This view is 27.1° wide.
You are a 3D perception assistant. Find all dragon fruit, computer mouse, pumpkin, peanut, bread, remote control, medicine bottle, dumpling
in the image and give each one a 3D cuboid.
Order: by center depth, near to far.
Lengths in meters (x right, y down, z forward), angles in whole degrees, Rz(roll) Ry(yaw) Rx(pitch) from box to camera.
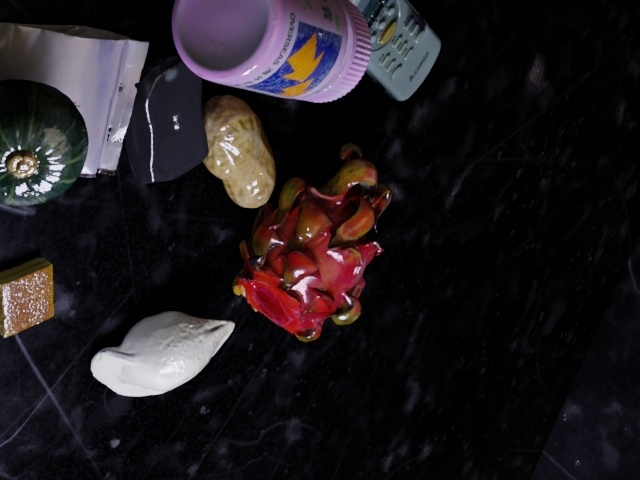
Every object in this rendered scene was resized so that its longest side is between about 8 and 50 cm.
[{"bbox_3d":[-0.375,-0.122,1.657,0.167,0.125,0.167,-15,131,-17],"label":"pumpkin"},{"bbox_3d":[-0.422,0.081,1.885,0.090,0.035,0.094,-25,133,-39],"label":"bread"},{"bbox_3d":[-0.063,-0.295,1.895,0.291,0.178,0.178,4,113,-61],"label":"medicine bottle"},{"bbox_3d":[-0.225,-0.179,1.899,0.122,0.073,0.217,-26,136,-28],"label":"computer mouse"},{"bbox_3d":[-0.129,-0.132,2.036,0.108,0.095,0.226,-59,150,-23],"label":"peanut"},{"bbox_3d":[-0.244,0.187,2.121,0.216,0.126,0.166,-40,157,-30],"label":"dumpling"},{"bbox_3d":[-0.003,0.013,2.175,0.307,0.227,0.243,-46,-158,41],"label":"dragon fruit"},{"bbox_3d":[0.105,-0.340,2.205,0.140,0.056,0.296,-55,145,-2],"label":"remote control"}]

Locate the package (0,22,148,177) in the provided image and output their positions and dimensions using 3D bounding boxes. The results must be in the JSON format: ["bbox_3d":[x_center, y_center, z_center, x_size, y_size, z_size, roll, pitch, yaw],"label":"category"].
[{"bbox_3d":[-0.362,-0.185,1.748,0.251,0.062,0.204,2,115,-38],"label":"package"}]
